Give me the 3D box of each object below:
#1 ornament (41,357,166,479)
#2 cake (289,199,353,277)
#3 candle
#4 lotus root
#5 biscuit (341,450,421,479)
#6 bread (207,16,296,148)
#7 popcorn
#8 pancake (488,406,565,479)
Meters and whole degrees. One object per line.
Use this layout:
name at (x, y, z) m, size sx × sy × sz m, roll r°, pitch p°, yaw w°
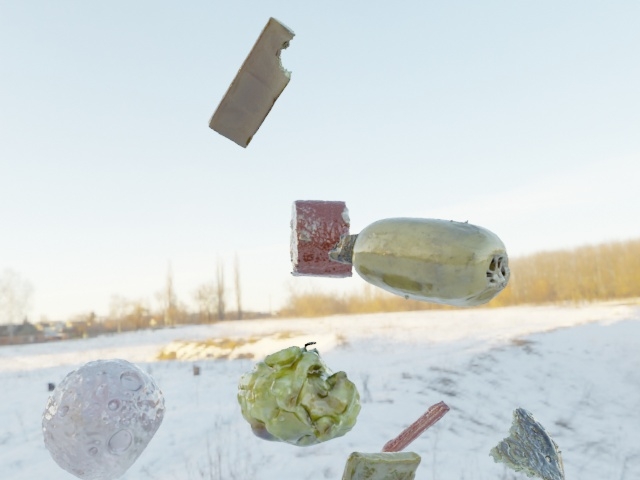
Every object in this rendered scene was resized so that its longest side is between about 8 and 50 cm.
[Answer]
ornament at (-0.467, 0.375, 1.452) m, size 0.225 × 0.259 × 0.259 m, roll 36°, pitch -15°, yaw -6°
cake at (0.000, 0.000, 1.607) m, size 0.150 × 0.177 × 0.283 m, roll 3°, pitch -6°, yaw -2°
candle at (0.264, 0.603, 2.086) m, size 0.329 × 0.051 × 0.048 m, roll -43°, pitch -13°, yaw 10°
lotus root at (0.169, 0.029, 1.217) m, size 0.342 × 0.152 × 0.169 m, roll 10°, pitch -12°, yaw 35°
biscuit at (0.112, 0.504, 1.380) m, size 0.183 × 0.174 × 0.039 m, roll 5°, pitch 13°, yaw -28°
bread at (-0.108, -0.274, 1.184) m, size 0.088 × 0.226 × 0.049 m, roll 32°, pitch 26°, yaw -14°
popcorn at (-0.032, 0.268, 1.177) m, size 0.217 × 0.170 × 0.189 m, roll 7°, pitch -23°, yaw -16°
pancake at (0.507, 0.531, 1.705) m, size 0.244 × 0.057 × 0.266 m, roll 7°, pitch 32°, yaw -26°
